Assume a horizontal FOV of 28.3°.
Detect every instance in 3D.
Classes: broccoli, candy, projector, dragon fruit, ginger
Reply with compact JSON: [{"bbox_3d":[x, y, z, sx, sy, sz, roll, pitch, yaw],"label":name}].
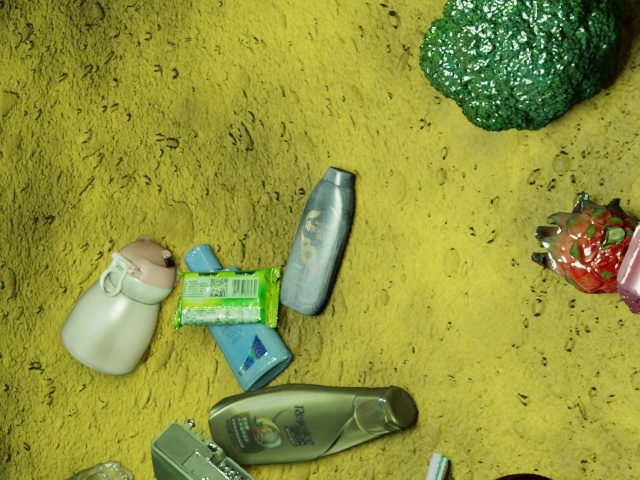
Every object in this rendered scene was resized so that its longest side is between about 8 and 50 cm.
[{"bbox_3d":[0.268,-0.289,1.716,0.298,0.297,0.297,-55,29,22],"label":"broccoli"},{"bbox_3d":[-0.152,0.094,2.056,0.178,0.032,0.102,-3,76,15],"label":"candy"},{"bbox_3d":[-0.150,0.416,2.031,0.269,0.088,0.193,38,153,16],"label":"projector"},{"bbox_3d":[0.366,0.010,1.692,0.121,0.130,0.142,-67,25,20],"label":"dragon fruit"},{"bbox_3d":[-0.442,0.482,2.279,0.263,0.109,0.116,-28,75,33],"label":"ginger"}]

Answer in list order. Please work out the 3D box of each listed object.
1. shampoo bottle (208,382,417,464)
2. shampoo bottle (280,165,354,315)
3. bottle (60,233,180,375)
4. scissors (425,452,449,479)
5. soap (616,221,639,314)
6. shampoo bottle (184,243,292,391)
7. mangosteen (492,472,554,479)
[{"bbox_3d":[-0.016,0.281,1.981,0.350,0.084,0.126,-12,108,34],"label":"shampoo bottle"},{"bbox_3d":[0.000,0.000,2.003,0.087,0.049,0.234,25,103,32],"label":"shampoo bottle"},{"bbox_3d":[-0.334,0.102,2.192,0.147,0.147,0.237,41,107,30],"label":"bottle"},{"bbox_3d":[0.140,0.422,1.815,0.030,0.125,0.256,14,59,11],"label":"scissors"},{"bbox_3d":[0.467,-0.005,1.589,0.099,0.162,0.250,30,105,33],"label":"soap"},{"bbox_3d":[-0.148,0.120,2.100,0.104,0.061,0.258,-41,65,18],"label":"shampoo bottle"},{"bbox_3d":[0.278,0.416,1.728,0.199,0.200,0.200,-1,88,36],"label":"mangosteen"}]
